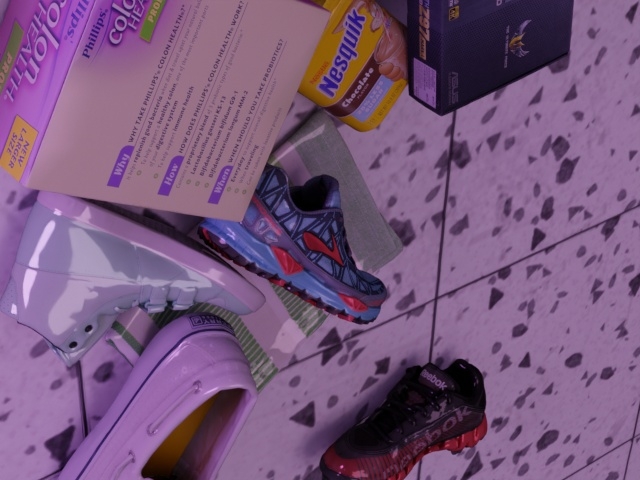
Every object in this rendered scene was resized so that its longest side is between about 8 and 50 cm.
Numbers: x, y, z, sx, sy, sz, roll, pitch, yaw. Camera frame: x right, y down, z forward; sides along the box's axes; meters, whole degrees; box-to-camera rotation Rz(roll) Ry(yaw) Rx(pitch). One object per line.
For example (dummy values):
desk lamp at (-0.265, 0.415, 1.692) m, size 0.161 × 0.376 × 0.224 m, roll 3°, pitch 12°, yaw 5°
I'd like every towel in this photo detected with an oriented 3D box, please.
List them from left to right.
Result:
towel at (-0.063, 0.048, 1.388) m, size 0.325 × 0.038 × 0.248 m, roll -44°, pitch 138°, yaw -11°

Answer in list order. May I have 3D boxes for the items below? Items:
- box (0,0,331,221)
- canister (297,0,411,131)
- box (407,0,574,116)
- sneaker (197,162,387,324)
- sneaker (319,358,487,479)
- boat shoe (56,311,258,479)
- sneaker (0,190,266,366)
box at (-0.147, -0.147, 1.113) m, size 0.243 × 0.117 × 0.213 m, roll 8°, pitch 111°, yaw -47°
canister at (0.017, -0.191, 1.272) m, size 0.170 × 0.073 × 0.126 m, roll 27°, pitch 97°, yaw -51°
box at (0.171, -0.260, 1.269) m, size 0.183 × 0.059 × 0.232 m, roll -27°, pitch 135°, yaw -27°
sneaker at (0.000, 0.000, 1.317) m, size 0.262 × 0.104 × 0.125 m, roll 30°, pitch 90°, yaw -48°
sneaker at (0.110, 0.227, 1.629) m, size 0.276 × 0.098 × 0.135 m, roll -18°, pitch 128°, yaw -37°
boat shoe at (-0.164, 0.260, 1.316) m, size 0.136 × 0.156 × 0.367 m, roll 16°, pitch 116°, yaw -40°
sneaker at (-0.182, 0.056, 1.222) m, size 0.256 × 0.094 × 0.151 m, roll 25°, pitch 94°, yaw -33°
